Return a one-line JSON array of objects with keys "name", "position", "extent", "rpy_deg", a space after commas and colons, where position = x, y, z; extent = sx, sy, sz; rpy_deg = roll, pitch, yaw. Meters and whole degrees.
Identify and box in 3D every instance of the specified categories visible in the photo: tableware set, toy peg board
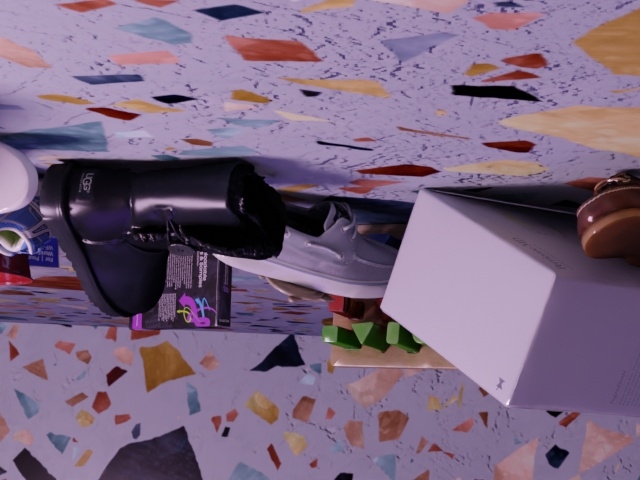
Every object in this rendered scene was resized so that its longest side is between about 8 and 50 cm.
[{"name": "tableware set", "position": [-0.041, 0.020, 1.703], "extent": [0.169, 0.020, 0.141], "rpy_deg": [32, -155, 25]}, {"name": "toy peg board", "position": [0.079, 0.055, 1.751], "extent": [0.161, 0.160, 0.079], "rpy_deg": [-1, 169, 24]}]

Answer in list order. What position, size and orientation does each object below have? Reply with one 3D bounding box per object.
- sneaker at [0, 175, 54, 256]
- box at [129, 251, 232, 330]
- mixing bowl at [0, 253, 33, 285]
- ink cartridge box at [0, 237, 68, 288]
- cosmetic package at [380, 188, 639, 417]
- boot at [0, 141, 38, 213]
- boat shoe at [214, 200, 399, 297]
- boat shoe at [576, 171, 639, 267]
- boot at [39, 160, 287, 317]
[{"name": "sneaker", "position": [-0.290, -0.023, 1.593], "extent": [0.080, 0.081, 0.211], "rpy_deg": [-5, 171, 34]}, {"name": "box", "position": [-0.172, 0.051, 1.973], "extent": [0.162, 0.116, 0.029], "rpy_deg": [-4, 171, 44]}, {"name": "mixing bowl", "position": [-0.382, -0.011, 1.650], "extent": [0.181, 0.098, 0.181], "rpy_deg": [3, 173, 0]}, {"name": "ink cartridge box", "position": [-0.429, 0.015, 1.993], "extent": [0.165, 0.065, 0.333], "rpy_deg": [6, 173, -25]}, {"name": "cosmetic package", "position": [0.219, 0.060, 1.540], "extent": [0.225, 0.138, 0.224], "rpy_deg": [7, -162, -33]}, {"name": "boot", "position": [-0.311, -0.059, 1.437], "extent": [0.190, 0.069, 0.086], "rpy_deg": [8, -177, 29]}, {"name": "boat shoe", "position": [-0.001, -0.001, 1.645], "extent": [0.228, 0.081, 0.079], "rpy_deg": [12, -151, -24]}, {"name": "boat shoe", "position": [0.268, -0.023, 1.419], "extent": [0.073, 0.073, 0.207], "rpy_deg": [-26, 162, 20]}, {"name": "boot", "position": [-0.131, 0.004, 1.543], "extent": [0.207, 0.094, 0.246], "rpy_deg": [2, 151, 16]}]
